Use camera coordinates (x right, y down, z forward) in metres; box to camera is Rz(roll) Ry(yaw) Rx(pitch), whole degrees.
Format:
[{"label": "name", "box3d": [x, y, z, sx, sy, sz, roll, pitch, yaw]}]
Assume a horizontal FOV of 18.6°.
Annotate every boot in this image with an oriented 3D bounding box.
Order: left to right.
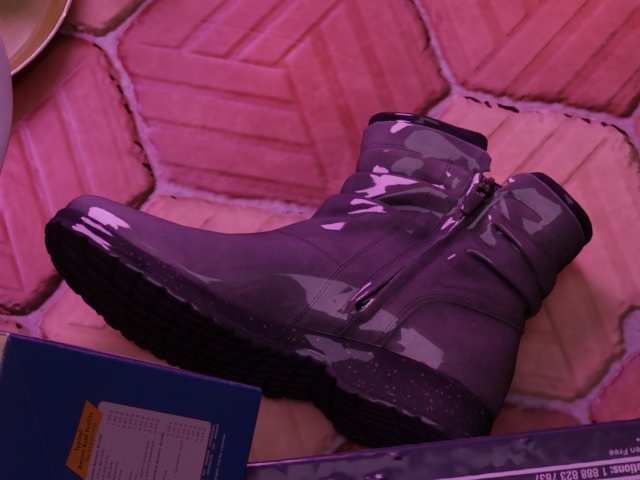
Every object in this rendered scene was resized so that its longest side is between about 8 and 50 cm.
[{"label": "boot", "box3d": [0.000, 0.000, 1.344, 0.338, 0.118, 0.222, 26, 65, -2]}]

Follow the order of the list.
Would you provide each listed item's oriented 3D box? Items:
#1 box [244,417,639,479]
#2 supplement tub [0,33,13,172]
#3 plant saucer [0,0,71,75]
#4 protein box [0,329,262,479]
[{"label": "box", "box3d": [0.086, 0.284, 1.171, 0.296, 0.182, 0.294, -6, 67, -5]}, {"label": "supplement tub", "box3d": [-0.378, -0.099, 1.232, 0.331, 0.241, 0.241, 13, 62, 40]}, {"label": "plant saucer", "box3d": [-0.299, -0.197, 1.451, 0.241, 0.037, 0.241, 1, 67, -2]}, {"label": "protein box", "box3d": [-0.163, 0.153, 1.070, 0.136, 0.201, 0.199, 8, 83, 40]}]
